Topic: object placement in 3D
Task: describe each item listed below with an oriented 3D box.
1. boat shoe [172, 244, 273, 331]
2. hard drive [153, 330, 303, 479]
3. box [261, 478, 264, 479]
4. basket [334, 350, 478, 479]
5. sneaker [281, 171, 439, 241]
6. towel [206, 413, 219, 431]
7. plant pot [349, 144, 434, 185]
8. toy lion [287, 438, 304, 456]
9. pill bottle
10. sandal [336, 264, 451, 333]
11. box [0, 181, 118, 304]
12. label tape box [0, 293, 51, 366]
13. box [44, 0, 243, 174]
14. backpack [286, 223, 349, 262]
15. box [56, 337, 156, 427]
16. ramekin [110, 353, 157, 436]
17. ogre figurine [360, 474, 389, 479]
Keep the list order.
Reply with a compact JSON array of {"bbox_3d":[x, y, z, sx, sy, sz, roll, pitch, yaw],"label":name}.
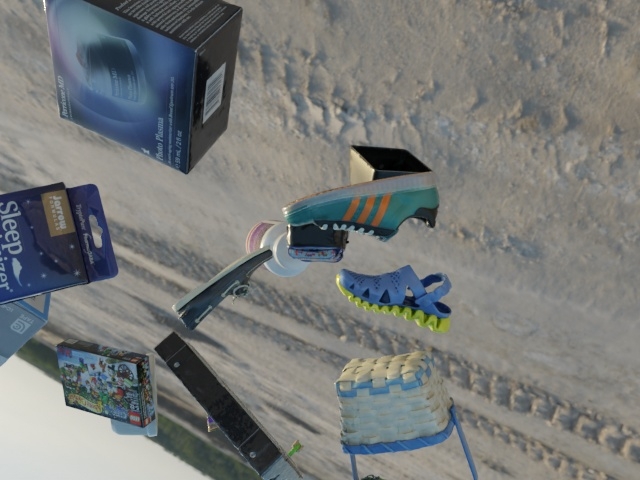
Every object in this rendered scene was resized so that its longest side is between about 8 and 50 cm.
[{"bbox_3d":[-0.201,0.102,1.350,0.079,0.254,0.095,54,159,-1],"label":"boat shoe"},{"bbox_3d":[-0.179,0.346,1.225,0.339,0.064,0.237,39,162,27],"label":"hard drive"},{"bbox_3d":[-0.098,0.563,1.353,0.052,0.062,0.083,43,167,-36],"label":"box"},{"bbox_3d":[0.165,0.377,1.229,0.255,0.288,0.201,-11,-177,21],"label":"basket"},{"bbox_3d":[0.083,-0.049,1.159,0.302,0.121,0.108,-11,-174,-5],"label":"sneaker"},{"bbox_3d":[-0.304,0.526,1.805,0.083,0.060,0.009,-117,9,-59],"label":"towel"},{"bbox_3d":[0.183,-0.156,1.742,0.188,0.166,0.187,1,-152,-23],"label":"plant pot"},{"bbox_3d":[-0.102,0.718,2.063,0.034,0.096,0.100,46,173,10],"label":"toy lion"},{"bbox_3d":[-0.131,0.024,2.046,0.181,0.181,0.323,37,172,-18],"label":"pill bottle"},{"bbox_3d":[0.191,0.116,1.494,0.318,0.138,0.126,16,-162,-16],"label":"sandal"},{"bbox_3d":[-0.385,0.007,0.775,0.036,0.225,0.136,145,110,-72],"label":"box"},{"bbox_3d":[-0.600,0.142,1.018,0.115,0.348,0.249,40,-168,-35],"label":"label tape box"},{"bbox_3d":[-0.330,-0.326,1.150,0.294,0.182,0.296,25,139,6],"label":"box"},{"bbox_3d":[0.000,0.000,1.625,0.158,0.116,0.173,1,174,11],"label":"backpack"},{"bbox_3d":[-0.482,0.317,1.376,0.233,0.044,0.159,6,108,24],"label":"box"},{"bbox_3d":[-0.472,0.393,1.551,0.109,0.207,0.207,-2,164,-14],"label":"ramekin"},{"bbox_3d":[0.139,0.534,1.174,0.197,0.118,0.096,-77,-36,-72],"label":"ogre figurine"}]
